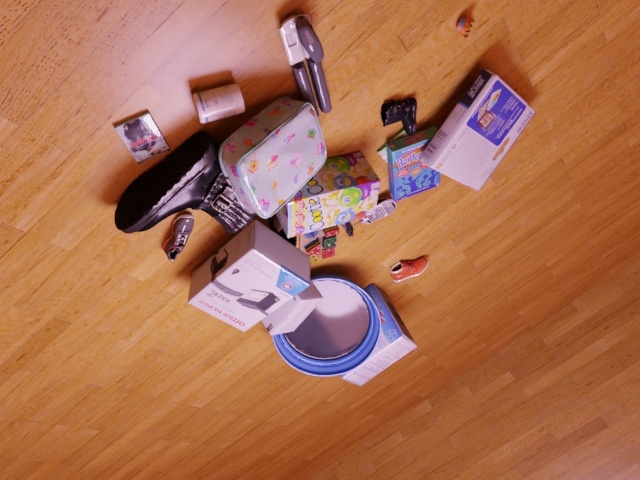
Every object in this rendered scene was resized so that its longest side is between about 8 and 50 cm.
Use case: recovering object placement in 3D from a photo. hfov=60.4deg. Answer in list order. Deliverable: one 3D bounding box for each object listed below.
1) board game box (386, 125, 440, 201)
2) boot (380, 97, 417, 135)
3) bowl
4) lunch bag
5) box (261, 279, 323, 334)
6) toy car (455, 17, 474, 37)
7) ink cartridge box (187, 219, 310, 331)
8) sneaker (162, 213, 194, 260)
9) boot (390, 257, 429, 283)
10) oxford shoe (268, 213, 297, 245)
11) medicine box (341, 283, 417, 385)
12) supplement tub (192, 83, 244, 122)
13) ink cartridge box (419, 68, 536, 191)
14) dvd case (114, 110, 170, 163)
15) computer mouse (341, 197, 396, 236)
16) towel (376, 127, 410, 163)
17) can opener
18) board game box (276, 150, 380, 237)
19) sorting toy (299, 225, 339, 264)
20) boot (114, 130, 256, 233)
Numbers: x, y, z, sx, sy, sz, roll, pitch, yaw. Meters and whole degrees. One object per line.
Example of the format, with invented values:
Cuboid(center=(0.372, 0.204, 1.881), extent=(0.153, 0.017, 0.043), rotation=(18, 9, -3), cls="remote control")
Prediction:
Cuboid(center=(0.285, -0.228, 1.670), extent=(0.160, 0.047, 0.210), rotation=(-21, 140, -6), cls="board game box")
Cuboid(center=(0.219, -0.340, 1.539), extent=(0.099, 0.045, 0.121), rotation=(-19, 133, -16), cls="boot")
Cuboid(center=(0.020, 0.300, 1.969), extent=(0.390, 0.077, 0.391), rotation=(0, 109, -1), cls="bowl")
Cuboid(center=(-0.114, -0.201, 1.364), extent=(0.279, 0.107, 0.224), rotation=(-45, 142, -22), cls="lunch bag")
Cuboid(center=(-0.121, 0.182, 1.803), extent=(0.181, 0.182, 0.119), rotation=(-49, 153, 25), cls="box")
Cuboid(center=(0.378, -0.579, 1.388), extent=(0.040, 0.060, 0.122), rotation=(23, 110, 6), cls="toy car")
Cuboid(center=(-0.214, 0.115, 1.645), extent=(0.223, 0.129, 0.307), rotation=(34, 124, -30), cls="ink cartridge box")
Cuboid(center=(-0.389, -0.003, 1.538), extent=(0.061, 0.065, 0.158), rotation=(7, 131, -36), cls="sneaker")
Cuboid(center=(0.341, 0.103, 2.111), extent=(0.157, 0.059, 0.085), rotation=(-28, 137, 2), cls="boot")
Cuboid(center=(-0.112, 0.004, 1.692), extent=(0.082, 0.096, 0.227), rotation=(-21, 143, -11), cls="oxford shoe")
Cuboid(center=(0.177, 0.368, 2.142), extent=(0.289, 0.264, 0.149), rotation=(-38, 141, 12), cls="medicine box")
Cuboid(center=(-0.236, -0.317, 1.271), extent=(0.107, 0.071, 0.071), rotation=(-18, 141, -13), cls="supplement tub")
Cuboid(center=(0.473, -0.316, 1.638), extent=(0.307, 0.072, 0.304), rotation=(12, 116, -51), cls="ink cartridge box")
Cuboid(center=(-0.417, -0.240, 1.295), extent=(0.087, 0.013, 0.119), rotation=(-24, 143, -5), cls="dvd case")
Cuboid(center=(0.157, -0.088, 1.796), extent=(0.193, 0.042, 0.106), rotation=(-27, 138, 7), cls="computer mouse")
Cuboid(center=(0.250, -0.264, 1.663), extent=(0.113, 0.023, 0.152), rotation=(-41, 140, 15), cls="towel")
Cuboid(center=(-0.024, -0.393, 1.292), extent=(0.076, 0.095, 0.283), rotation=(-24, 142, -3), cls="can opener")
Cuboid(center=(0.012, -0.133, 1.570), extent=(0.275, 0.142, 0.144), rotation=(-15, 140, -16), cls="board game box")
Cuboid(center=(0.000, 0.000, 1.794), extent=(0.132, 0.046, 0.275), rotation=(-15, 141, -16), cls="sorting toy")
Cuboid(center=(-0.323, -0.093, 1.423), extent=(0.348, 0.131, 0.260), rotation=(-36, 142, 9), cls="boot")
